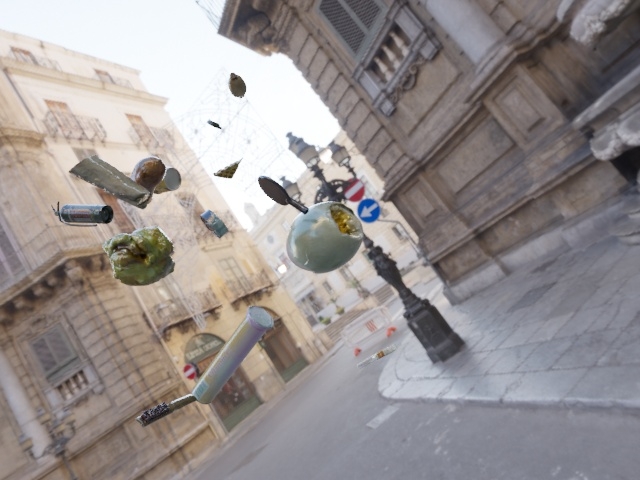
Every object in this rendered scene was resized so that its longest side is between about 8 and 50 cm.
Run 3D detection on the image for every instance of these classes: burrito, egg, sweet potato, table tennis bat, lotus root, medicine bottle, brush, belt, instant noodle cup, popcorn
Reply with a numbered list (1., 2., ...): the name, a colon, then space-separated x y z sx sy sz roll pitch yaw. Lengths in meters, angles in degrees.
1. burrito: -0.603 -0.171 1.179 0.087 0.226 0.060 -56 15 4
2. egg: 0.000 0.000 1.663 0.336 0.278 0.278 -37 -9 32
3. sweet potato: -0.586 -0.183 1.337 0.097 0.097 0.292 -26 -6 -41
4. table tennis bat: -0.146 -0.168 1.529 0.027 0.236 0.150 -53 -15 -21
5. lotus root: -0.339 -0.628 1.652 0.073 0.062 0.150 -43 -13 -6
6. medicine bottle: -0.333 0.427 1.489 0.426 0.108 0.108 -52 -15 17
7. brush: -0.488 0.539 1.309 0.036 0.043 0.248 -59 -20 8
8. belt: -0.607 -0.096 2.311 0.078 0.198 0.151 -41 -28 -19
9. instant noodle cup: -0.770 -0.304 1.990 0.122 0.152 0.151 0 5 24
10. popcorn: -0.732 0.055 1.645 0.276 0.225 0.277 17 -90 -81

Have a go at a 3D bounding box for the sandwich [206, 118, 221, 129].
1. sandwich: -0.527 -0.579 2.000 0.069 0.101 0.026 15 -74 -31

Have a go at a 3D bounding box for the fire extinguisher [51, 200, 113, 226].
1. fire extinguisher: -1.143 -0.125 1.911 0.294 0.118 0.093 2 6 8

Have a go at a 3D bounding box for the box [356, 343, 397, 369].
1. box: 0.261 0.547 1.893 0.122 0.032 0.220 -18 -20 -28

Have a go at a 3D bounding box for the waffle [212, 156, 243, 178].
1. waffle: -0.519 -0.414 2.256 0.125 0.032 0.191 7 -32 -28
